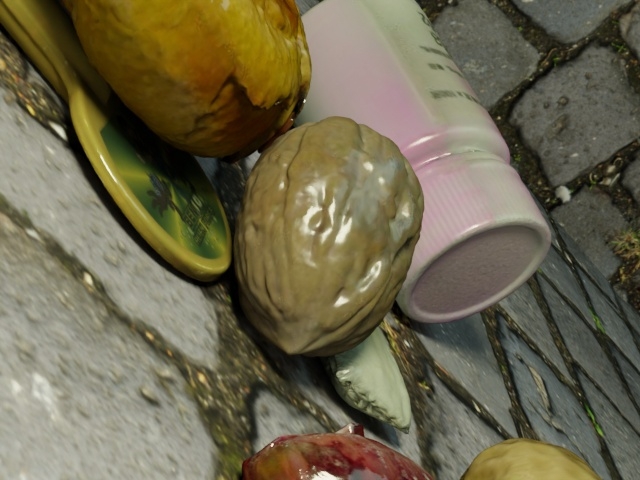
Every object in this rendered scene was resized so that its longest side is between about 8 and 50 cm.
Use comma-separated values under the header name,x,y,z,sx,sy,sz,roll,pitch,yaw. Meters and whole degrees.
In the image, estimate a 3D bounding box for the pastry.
name,x,y,z,sx,sy,sz,roll,pitch,yaw
pastry,-0.135,-0.229,1.169,0.356,0.163,0.356,57,13,-21

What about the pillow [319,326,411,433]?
name,x,y,z,sx,sy,sz,roll,pitch,yaw
pillow,0.021,0.078,1.311,0.128,0.051,0.229,43,18,-47

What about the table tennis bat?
name,x,y,z,sx,sy,sz,roll,pitch,yaw
table tennis bat,-0.176,-0.099,1.147,0.321,0.050,0.198,54,15,-11

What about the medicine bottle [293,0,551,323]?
name,x,y,z,sx,sy,sz,roll,pitch,yaw
medicine bottle,0.106,-0.108,1.648,0.219,0.219,0.388,32,25,-53

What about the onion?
name,x,y,z,sx,sy,sz,roll,pitch,yaw
onion,0.040,0.206,1.001,0.206,0.098,0.151,32,25,-54

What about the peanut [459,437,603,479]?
name,x,y,z,sx,sy,sz,roll,pitch,yaw
peanut,0.184,0.307,1.009,0.387,0.192,0.170,-94,163,-49

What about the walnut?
name,x,y,z,sx,sy,sz,roll,pitch,yaw
walnut,0.002,0.000,1.191,0.178,0.178,0.230,42,50,-35
